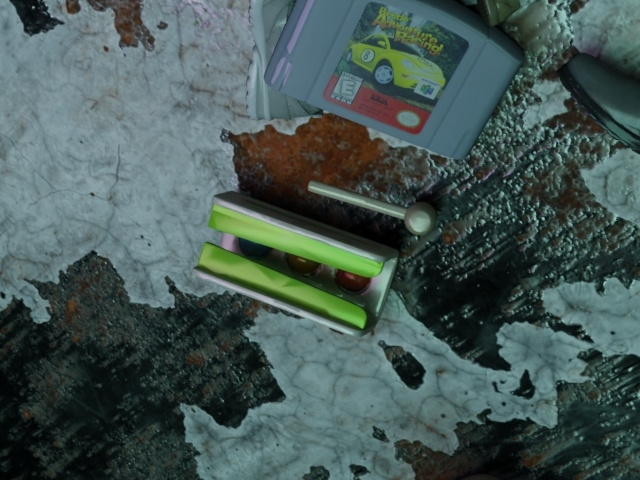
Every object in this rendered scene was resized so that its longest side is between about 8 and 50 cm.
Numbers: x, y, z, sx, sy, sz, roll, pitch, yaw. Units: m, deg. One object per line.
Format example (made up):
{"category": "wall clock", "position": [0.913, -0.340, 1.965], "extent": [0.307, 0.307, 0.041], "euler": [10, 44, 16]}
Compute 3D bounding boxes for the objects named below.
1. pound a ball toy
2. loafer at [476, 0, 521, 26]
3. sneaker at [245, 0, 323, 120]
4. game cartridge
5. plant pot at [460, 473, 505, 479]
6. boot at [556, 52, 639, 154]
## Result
{"category": "pound a ball toy", "position": [0.000, 0.000, 1.721], "extent": [0.319, 0.136, 0.208], "euler": [19, 100, 14]}
{"category": "loafer", "position": [0.207, -0.337, 1.444], "extent": [0.050, 0.056, 0.148], "euler": [-17, 108, -7]}
{"category": "sneaker", "position": [-0.033, -0.286, 1.575], "extent": [0.115, 0.105, 0.281], "euler": [7, 130, 3]}
{"category": "game cartridge", "position": [0.096, -0.230, 1.506], "extent": [0.294, 0.060, 0.196], "euler": [19, 124, -10]}
{"category": "plant pot", "position": [0.226, 0.492, 1.806], "extent": [0.256, 0.274, 0.256], "euler": [12, 124, 19]}
{"category": "boot", "position": [0.467, -0.180, 1.385], "extent": [0.338, 0.118, 0.222], "euler": [35, 115, 10]}
